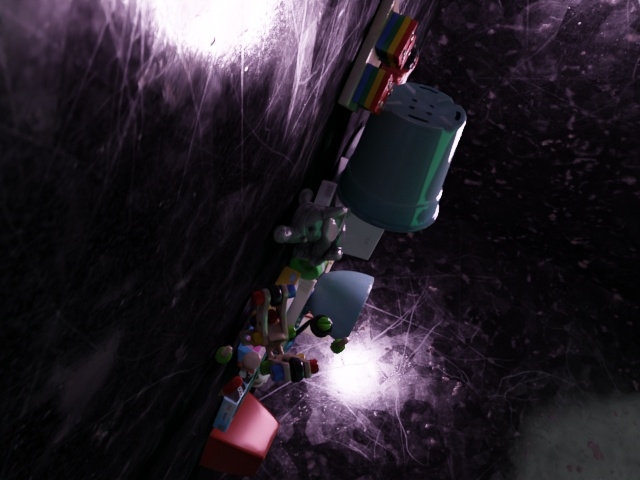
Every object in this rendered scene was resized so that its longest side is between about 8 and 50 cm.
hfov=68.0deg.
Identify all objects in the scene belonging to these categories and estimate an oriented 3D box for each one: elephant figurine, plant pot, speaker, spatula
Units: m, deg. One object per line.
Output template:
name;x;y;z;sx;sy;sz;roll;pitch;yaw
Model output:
elephant figurine;-0.012;-0.044;1.167;0.239;0.169;0.186;71;14;-63
plant pot;0.248;-0.262;1.412;0.341;0.341;0.334;-60;169;-47
speaker;0.000;0.000;1.686;0.296;0.131;0.131;-60;175;-41
plant pot;-0.325;0.832;2.007;0.267;0.236;0.267;-66;176;38
plant pot;0.061;0.235;1.876;0.290;0.195;0.290;25;90;-88
spatula;-0.136;0.434;1.945;0.296;0.030;0.084;-49;-173;-6

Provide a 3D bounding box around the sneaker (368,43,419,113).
sneaker;0.225;-0.511;1.526;0.276;0.098;0.135;-61;175;-14

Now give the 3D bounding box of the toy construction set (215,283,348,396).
toy construction set;-0.145;0.283;1.210;0.309;0.257;0.237;-34;171;-38

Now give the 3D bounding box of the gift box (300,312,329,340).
gift box;-0.058;0.398;2.510;0.255;0.258;0.276;96;13;-80

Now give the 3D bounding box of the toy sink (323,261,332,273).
toy sink;0.004;0.037;1.927;0.153;0.131;0.234;-62;176;-22

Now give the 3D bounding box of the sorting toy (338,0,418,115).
sorting toy;0.151;-0.426;1.148;0.255;0.089;0.257;-65;176;15

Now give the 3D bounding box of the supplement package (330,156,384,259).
supplement package;0.113;-0.113;1.600;0.293;0.175;0.177;-82;-169;-48

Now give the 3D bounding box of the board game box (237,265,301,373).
board game box;-0.173;0.269;1.595;0.316;0.064;0.242;-61;176;-29

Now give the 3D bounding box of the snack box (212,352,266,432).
snack box;-0.299;0.556;1.836;0.187;0.060;0.322;-65;176;34

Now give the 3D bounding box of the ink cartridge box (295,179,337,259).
ink cartridge box;-0.016;-0.055;1.500;0.224;0.056;0.181;107;2;-54

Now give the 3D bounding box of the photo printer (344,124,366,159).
photo printer;0.142;-0.288;1.808;0.256;0.107;0.307;-59;174;-50

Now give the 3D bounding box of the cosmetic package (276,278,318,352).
cosmetic package;-0.127;0.268;1.852;0.309;0.113;0.160;-63;177;0

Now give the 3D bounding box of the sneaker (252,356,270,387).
sneaker;-0.220;0.521;2.193;0.146;0.122;0.330;-64;177;31

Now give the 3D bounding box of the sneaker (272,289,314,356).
sneaker;-0.124;0.314;2.005;0.323;0.130;0.236;-63;179;-34
